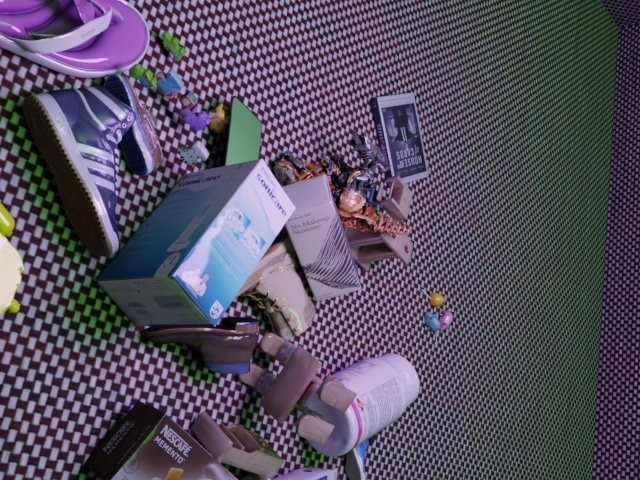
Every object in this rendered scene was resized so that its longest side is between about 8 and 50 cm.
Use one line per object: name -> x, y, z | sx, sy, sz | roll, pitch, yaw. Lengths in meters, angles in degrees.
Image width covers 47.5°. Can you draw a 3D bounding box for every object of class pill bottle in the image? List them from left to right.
pill bottle -> 0.094, 0.359, 1.640 | 0.283, 0.160, 0.160 | -15, 97, -49

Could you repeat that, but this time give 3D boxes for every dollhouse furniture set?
dollhouse furniture set -> -0.101, 0.310, 1.387 | 0.161, 0.212, 0.242 | 36, 86, -43
dollhouse furniture set -> 0.151, -0.039, 1.782 | 0.129, 0.129, 0.183 | 46, 48, -36

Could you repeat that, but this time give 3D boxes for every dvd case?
dvd case -> 0.216, -0.273, 1.960 | 0.179, 0.030, 0.238 | -20, 100, -48

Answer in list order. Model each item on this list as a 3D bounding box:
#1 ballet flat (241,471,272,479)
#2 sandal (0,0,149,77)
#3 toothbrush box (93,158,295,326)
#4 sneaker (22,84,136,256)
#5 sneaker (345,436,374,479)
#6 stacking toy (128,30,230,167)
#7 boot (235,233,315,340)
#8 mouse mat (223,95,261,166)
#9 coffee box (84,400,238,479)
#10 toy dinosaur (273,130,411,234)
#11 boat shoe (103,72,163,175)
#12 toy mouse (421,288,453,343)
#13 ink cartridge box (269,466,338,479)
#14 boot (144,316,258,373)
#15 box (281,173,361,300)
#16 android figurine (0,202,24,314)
ballet flat -> -0.144, 0.526, 1.415 | 0.067, 0.073, 0.206 | 22, 66, -35
sandal -> -0.433, -0.364, 1.157 | 0.416, 0.102, 0.169 | 1, 85, -50
toothbrush box -> -0.215, 0.003, 1.281 | 0.126, 0.216, 0.295 | 56, 47, -30
sneaker -> -0.364, -0.125, 1.212 | 0.153, 0.099, 0.282 | -33, 108, -44
sneaker -> 0.097, 0.495, 1.706 | 0.085, 0.058, 0.152 | -15, 91, -41
stacking toy -> -0.261, -0.262, 1.356 | 0.221, 0.052, 0.167 | 56, 28, -26
boot -> -0.110, 0.122, 1.479 | 0.262, 0.095, 0.203 | -40, 116, -55
mouse mat -> -0.158, -0.183, 1.487 | 0.152, 0.007, 0.189 | 37, 56, -67
coffee box -> -0.259, 0.409, 1.251 | 0.141, 0.098, 0.246 | -51, 124, -25
toy dinosaur -> 0.052, -0.105, 1.635 | 0.322, 0.164, 0.218 | 45, 50, -25
boat shoe -> -0.330, -0.210, 1.295 | 0.066, 0.066, 0.183 | -38, 121, -53
toy mouse -> 0.335, 0.220, 2.037 | 0.161, 0.031, 0.143 | 19, 72, -47
ink cartridge box -> -0.050, 0.557, 1.467 | 0.333, 0.065, 0.165 | 26, 68, -67
boot -> -0.216, 0.201, 1.342 | 0.219, 0.082, 0.106 | 0, 96, -28
box -> 0.000, 0.000, 1.534 | 0.094, 0.113, 0.275 | -102, 172, -46
android figurine -> -0.537, 0.024, 1.024 | 0.272, 0.056, 0.248 | 57, 47, -28
